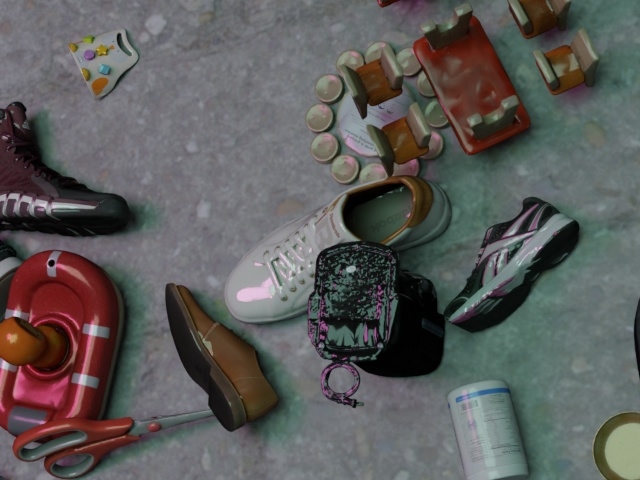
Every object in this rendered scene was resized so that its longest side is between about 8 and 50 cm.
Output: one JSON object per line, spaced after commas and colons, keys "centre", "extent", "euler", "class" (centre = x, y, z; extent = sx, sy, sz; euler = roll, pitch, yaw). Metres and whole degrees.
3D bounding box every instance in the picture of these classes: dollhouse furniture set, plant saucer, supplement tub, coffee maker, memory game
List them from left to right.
{"centre": [0.056, 0.100, 1.750], "extent": [0.120, 0.178, 0.171], "euler": [24, 85, 25], "class": "coffee maker"}
{"centre": [0.069, -0.146, 1.891], "extent": [0.186, 0.012, 0.186], "euler": [-4, 77, 20], "class": "memory game"}
{"centre": [0.147, -0.223, 1.818], "extent": [0.262, 0.135, 0.259], "euler": [-24, 75, 0], "class": "dollhouse furniture set"}
{"centre": [0.181, 0.210, 1.736], "extent": [0.071, 0.071, 0.107], "euler": [-17, 73, 17], "class": "supplement tub"}
{"centre": [0.331, 0.224, 1.705], "extent": [0.083, 0.015, 0.083], "euler": [-5, 76, 19], "class": "plant saucer"}

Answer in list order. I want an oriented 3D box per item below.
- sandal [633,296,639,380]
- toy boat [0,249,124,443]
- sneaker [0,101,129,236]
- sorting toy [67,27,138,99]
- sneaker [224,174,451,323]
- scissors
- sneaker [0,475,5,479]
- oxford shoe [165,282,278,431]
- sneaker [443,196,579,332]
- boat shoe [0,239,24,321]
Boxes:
{"centre": [0.399, 0.248, 1.632], "extent": [0.167, 0.107, 0.446], "euler": [1, 67, 11], "class": "sandal"}
{"centre": [-0.332, 0.123, 1.908], "extent": [0.151, 0.151, 0.231], "euler": [7, 81, 22], "class": "toy boat"}
{"centre": [-0.358, -0.095, 1.996], "extent": [0.281, 0.106, 0.163], "euler": [3, 76, 22], "class": "sneaker"}
{"centre": [-0.273, -0.235, 2.033], "extent": [0.075, 0.045, 0.083], "euler": [-27, 69, -7], "class": "sorting toy"}
{"centre": [0.000, 0.000, 1.826], "extent": [0.290, 0.123, 0.106], "euler": [-30, 71, 14], "class": "sneaker"}
{"centre": [-0.215, 0.215, 1.870], "extent": [0.297, 0.109, 0.021], "euler": [-20, 47, 15], "class": "scissors"}
{"centre": [-0.361, 0.376, 1.890], "extent": [0.125, 0.104, 0.262], "euler": [-46, 67, 4], "class": "sneaker"}
{"centre": [-0.119, 0.129, 1.881], "extent": [0.076, 0.076, 0.212], "euler": [-20, 57, -24], "class": "oxford shoe"}
{"centre": [0.202, 0.025, 1.781], "extent": [0.178, 0.072, 0.077], "euler": [-41, 55, -1], "class": "sneaker"}
{"centre": [-0.490, 0.117, 1.999], "extent": [0.302, 0.114, 0.091], "euler": [-45, 67, -6], "class": "boat shoe"}
